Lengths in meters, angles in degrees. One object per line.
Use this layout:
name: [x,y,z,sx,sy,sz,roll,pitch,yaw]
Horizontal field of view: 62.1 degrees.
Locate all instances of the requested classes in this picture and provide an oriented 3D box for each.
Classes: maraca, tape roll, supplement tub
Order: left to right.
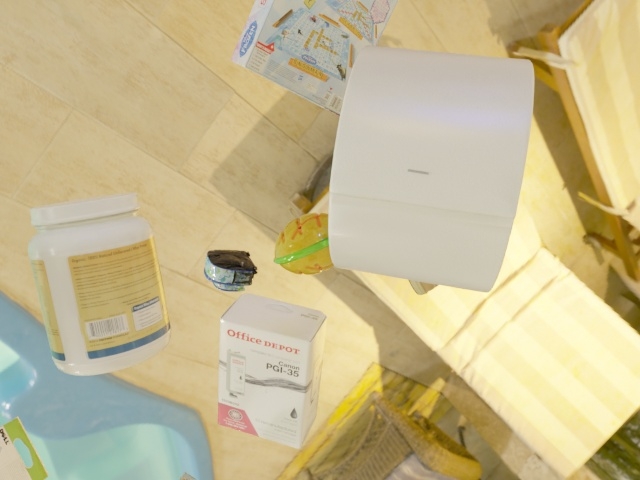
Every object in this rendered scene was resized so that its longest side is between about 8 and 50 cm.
supplement tub: [-0.272,0.048,0.660,0.144,0.144,0.200,-12,101,-26]
maraca: [0.000,0.000,0.875,0.127,0.185,0.099,-39,105,-50]
tape roll: [0.116,-0.077,0.578,0.169,0.246,0.246,10,124,12]

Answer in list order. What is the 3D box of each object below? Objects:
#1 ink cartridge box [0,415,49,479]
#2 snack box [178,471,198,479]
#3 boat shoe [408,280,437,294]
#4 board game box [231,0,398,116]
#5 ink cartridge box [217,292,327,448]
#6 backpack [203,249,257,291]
ink cartridge box: [-0.821,0.579,1.291,0.097,0.189,0.255,-29,180,15]
snack box: [-0.299,0.528,1.016,0.100,0.037,0.141,-58,176,30]
boat shoe: [0.180,-0.072,0.908,0.110,0.121,0.342,-7,102,15]
board game box: [0.001,-0.474,1.167,0.318,0.066,0.318,14,107,-48]
ink cartridge box: [-0.109,0.281,1.154,0.117,0.207,0.283,-50,148,-62]
backpack: [-0.227,0.074,1.303,0.114,0.105,0.084,8,113,-28]
